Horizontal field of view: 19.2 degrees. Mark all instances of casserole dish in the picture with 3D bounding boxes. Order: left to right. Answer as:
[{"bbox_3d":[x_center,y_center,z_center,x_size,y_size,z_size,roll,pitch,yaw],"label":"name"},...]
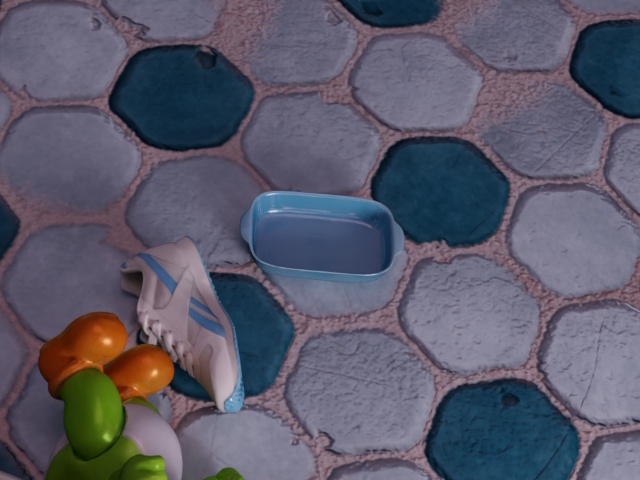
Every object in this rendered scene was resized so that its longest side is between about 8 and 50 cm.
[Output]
[{"bbox_3d":[0.000,0.000,2.166,0.188,0.037,0.114,5,52,-6],"label":"casserole dish"}]

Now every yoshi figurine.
[{"bbox_3d":[-0.149,0.243,1.858,0.204,0.203,0.362,-5,57,-22],"label":"yoshi figurine"}]

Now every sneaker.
[{"bbox_3d":[-0.145,0.100,2.040,0.092,0.087,0.228,-18,51,-14],"label":"sneaker"}]

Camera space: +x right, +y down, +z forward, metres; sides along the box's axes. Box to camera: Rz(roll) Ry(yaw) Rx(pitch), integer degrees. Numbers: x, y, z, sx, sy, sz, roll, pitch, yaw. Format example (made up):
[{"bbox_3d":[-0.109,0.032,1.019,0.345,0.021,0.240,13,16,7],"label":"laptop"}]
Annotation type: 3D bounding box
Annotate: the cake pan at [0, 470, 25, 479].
[{"bbox_3d":[-0.298,0.314,1.663,0.293,0.054,0.293,25,28,-14],"label":"cake pan"}]
